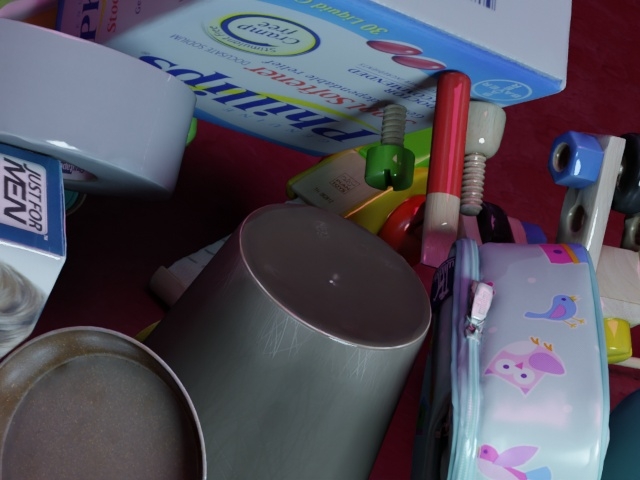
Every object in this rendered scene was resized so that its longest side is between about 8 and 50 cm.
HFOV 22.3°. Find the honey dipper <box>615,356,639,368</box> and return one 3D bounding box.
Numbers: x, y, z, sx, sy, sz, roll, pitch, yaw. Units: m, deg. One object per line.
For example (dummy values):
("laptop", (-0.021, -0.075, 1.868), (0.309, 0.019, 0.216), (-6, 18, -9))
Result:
("honey dipper", (0.262, 0.107, 1.443), (0.161, 0.030, 0.030), (10, 36, -24))

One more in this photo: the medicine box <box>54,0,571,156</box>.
("medicine box", (-0.008, -0.183, 1.177), (0.263, 0.289, 0.149), (16, 72, -36))

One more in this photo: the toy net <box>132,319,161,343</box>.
("toy net", (-0.024, 0.064, 1.178), (0.232, 0.122, 0.045), (-4, 55, -41))

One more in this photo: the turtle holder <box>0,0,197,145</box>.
("turtle holder", (-0.224, -0.215, 1.349), (0.227, 0.243, 0.320), (-38, 111, -41))

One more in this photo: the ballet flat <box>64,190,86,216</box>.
("ballet flat", (-0.291, -0.087, 1.223), (0.248, 0.086, 0.086), (22, 32, -11))

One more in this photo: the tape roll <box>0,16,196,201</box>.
("tape roll", (-0.197, -0.088, 1.086), (0.219, 0.072, 0.219), (13, -7, 2))

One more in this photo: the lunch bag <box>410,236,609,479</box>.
("lunch bag", (0.110, 0.147, 1.016), (0.108, 0.279, 0.224), (7, 37, 4))

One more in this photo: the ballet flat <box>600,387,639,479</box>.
("ballet flat", (0.242, 0.242, 1.173), (0.124, 0.116, 0.342), (47, 30, -11))

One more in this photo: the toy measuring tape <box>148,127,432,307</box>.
("toy measuring tape", (0.000, 0.000, 1.339), (0.330, 0.121, 0.121), (-31, 63, -30))

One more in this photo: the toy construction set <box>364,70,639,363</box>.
("toy construction set", (0.148, 0.046, 1.185), (0.309, 0.257, 0.237), (29, 61, -47))

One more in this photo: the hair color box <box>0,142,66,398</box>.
("hair color box", (-0.342, 0.000, 0.956), (0.347, 0.174, 0.105), (15, 33, -22))

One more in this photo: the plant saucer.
("plant saucer", (-0.136, 0.135, 0.958), (0.168, 0.168, 0.029), (43, 13, 21))

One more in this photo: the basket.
("basket", (-0.037, 0.103, 1.012), (0.204, 0.227, 0.154), (36, 32, 8))
